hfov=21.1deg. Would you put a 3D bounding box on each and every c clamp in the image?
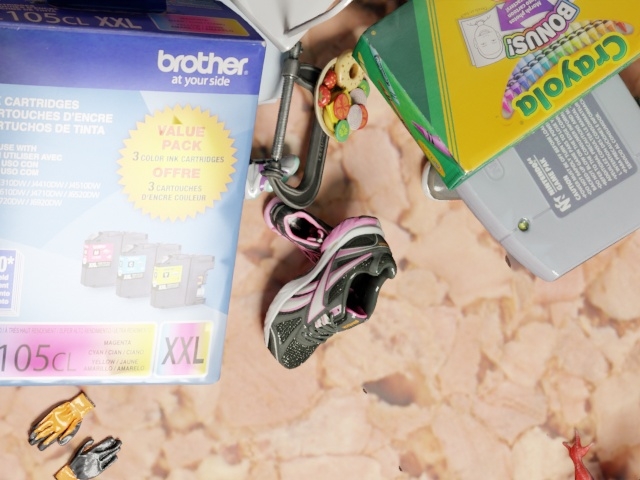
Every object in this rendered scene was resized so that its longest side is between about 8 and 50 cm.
[{"bbox_3d":[-0.028,-0.113,1.640,0.137,0.022,0.161,10,86,-61],"label":"c clamp"}]

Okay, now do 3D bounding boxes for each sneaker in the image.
[{"bbox_3d":[-0.073,-0.075,1.664,0.098,0.038,0.069,-32,109,-9],"label":"sneaker"},{"bbox_3d":[0.010,0.062,1.668,0.072,0.077,0.178,10,123,-38],"label":"sneaker"},{"bbox_3d":[0.000,0.000,1.693,0.119,0.057,0.047,30,89,-22],"label":"sneaker"},{"bbox_3d":[0.180,-0.073,1.729,0.158,0.065,0.061,-13,105,-15],"label":"sneaker"}]

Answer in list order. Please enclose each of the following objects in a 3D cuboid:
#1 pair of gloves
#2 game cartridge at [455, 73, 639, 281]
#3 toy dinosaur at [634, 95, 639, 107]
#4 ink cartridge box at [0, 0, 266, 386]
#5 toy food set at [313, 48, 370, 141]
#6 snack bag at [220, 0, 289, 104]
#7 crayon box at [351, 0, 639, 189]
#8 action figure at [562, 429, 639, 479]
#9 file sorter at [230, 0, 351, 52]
[{"bbox_3d":[-0.239,0.198,1.681,0.074,0.010,0.083,-35,109,-8],"label":"pair of gloves"},{"bbox_3d":[0.205,-0.118,1.687,0.196,0.060,0.294,-30,85,-15],"label":"game cartridge"},{"bbox_3d":[0.440,-0.065,1.818,0.118,0.064,0.268,-32,105,-2],"label":"toy dinosaur"},{"bbox_3d":[-0.206,-0.076,1.524,0.270,0.151,0.396,0,110,-21],"label":"ink cartridge box"},{"bbox_3d":[0.022,-0.139,1.673,0.083,0.020,0.083,-47,132,-41],"label":"toy food set"},{"bbox_3d":[-0.204,-0.268,1.589,0.323,0.037,0.343,-12,102,-15],"label":"snack bag"},{"bbox_3d":[0.190,-0.194,1.630,0.278,0.081,0.165,-35,86,-11],"label":"crayon box"},{"bbox_3d":[0.254,0.321,1.827,0.091,0.139,0.280,36,111,-23],"label":"action figure"},{"bbox_3d":[-0.043,-0.337,1.492,0.277,0.173,0.193,44,76,-13],"label":"file sorter"}]
